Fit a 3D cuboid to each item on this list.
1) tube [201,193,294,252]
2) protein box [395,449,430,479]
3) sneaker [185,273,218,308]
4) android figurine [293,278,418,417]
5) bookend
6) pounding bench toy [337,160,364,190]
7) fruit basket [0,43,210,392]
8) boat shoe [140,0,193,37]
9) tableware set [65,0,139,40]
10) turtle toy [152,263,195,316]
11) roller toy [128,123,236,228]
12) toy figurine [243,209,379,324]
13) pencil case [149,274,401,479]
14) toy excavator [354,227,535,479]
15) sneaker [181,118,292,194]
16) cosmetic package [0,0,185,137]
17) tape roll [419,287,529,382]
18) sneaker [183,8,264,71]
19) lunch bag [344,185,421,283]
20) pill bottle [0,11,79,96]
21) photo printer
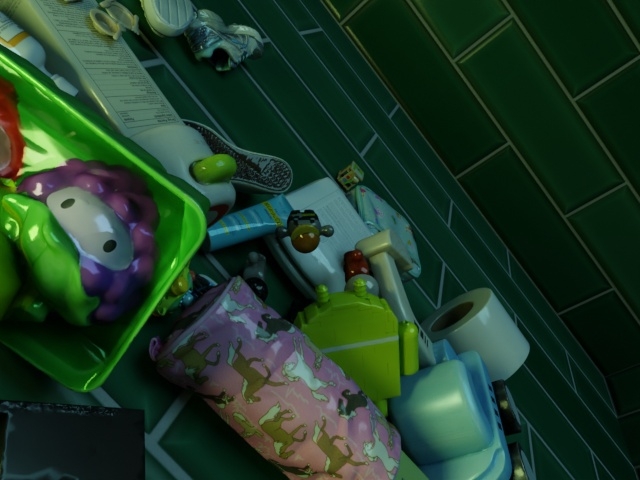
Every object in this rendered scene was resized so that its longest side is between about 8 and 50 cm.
[{"bbox_3d":[-0.129,-0.032,0.945,0.207,0.052,0.080,-22,75,-39],"label":"tube"},{"bbox_3d":[0.110,0.469,0.766,0.200,0.136,0.201,49,29,-11],"label":"protein box"},{"bbox_3d":[-0.145,0.127,0.825,0.191,0.071,0.083,56,19,-15],"label":"sneaker"},{"bbox_3d":[0.045,0.191,0.845,0.056,0.248,0.273,-112,-167,-67],"label":"android figurine"},{"bbox_3d":[-0.258,0.248,0.496,0.156,0.072,0.157,23,42,-44],"label":"bookend"},{"bbox_3d":[0.085,-0.184,1.512,0.052,0.065,0.083,46,29,-19],"label":"pounding bench toy"},{"bbox_3d":[-0.321,-0.018,0.464,0.392,0.283,0.392,36,14,-10],"label":"fruit basket"},{"bbox_3d":[-0.361,-0.544,1.168,0.109,0.094,0.302,23,40,-36],"label":"boat shoe"},{"bbox_3d":[-0.373,-0.396,0.835,0.168,0.020,0.141,40,30,-28],"label":"tableware set"},{"bbox_3d":[-0.224,0.058,0.751,0.066,0.095,0.130,57,19,-45],"label":"turtle toy"},{"bbox_3d":[-0.239,-0.074,0.751,0.209,0.191,0.146,-30,86,-24],"label":"roller toy"},{"bbox_3d":[-0.026,0.071,0.899,0.209,0.213,0.148,44,13,-19],"label":"toy figurine"},{"bbox_3d":[-0.057,0.226,0.729,0.386,0.160,0.167,47,41,-12],"label":"pencil case"},{"bbox_3d":[0.210,0.247,0.978,0.445,0.222,0.433,56,23,-30],"label":"toy excavator"},{"bbox_3d":[-0.209,-0.149,1.011,0.290,0.123,0.106,20,80,-26],"label":"sneaker"},{"bbox_3d":[-0.378,-0.266,0.824,0.310,0.113,0.160,56,27,-1],"label":"cosmetic package"},{"bbox_3d":[0.382,0.259,1.308,0.169,0.246,0.246,54,28,-2],"label":"tape roll"},{"bbox_3d":[-0.244,-0.491,1.321,0.283,0.110,0.122,-13,89,-58],"label":"sneaker"},{"bbox_3d":[0.166,-0.004,1.399,0.279,0.107,0.224,35,34,-34],"label":"lunch bag"},{"bbox_3d":[-0.451,-0.240,0.654,0.245,0.136,0.136,40,31,-27],"label":"pill bottle"},{"bbox_3d":[0.000,0.000,1.133,0.256,0.107,0.307,54,28,-1],"label":"photo printer"}]
